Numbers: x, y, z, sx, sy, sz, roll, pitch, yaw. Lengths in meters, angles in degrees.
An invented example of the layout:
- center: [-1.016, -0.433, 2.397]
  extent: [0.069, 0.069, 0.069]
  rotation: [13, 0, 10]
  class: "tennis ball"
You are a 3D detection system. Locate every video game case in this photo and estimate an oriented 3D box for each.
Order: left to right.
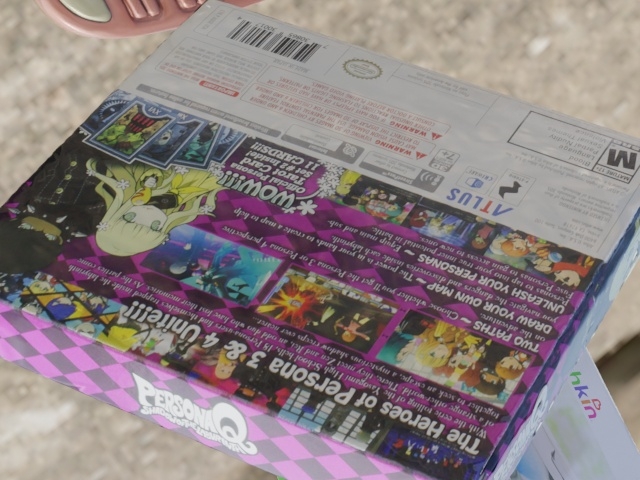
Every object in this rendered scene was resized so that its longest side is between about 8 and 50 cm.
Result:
- center: [0.000, 0.000, 0.725]
  extent: [0.210, 0.232, 0.042]
  rotation: [-52, 154, -40]
  class: "video game case"

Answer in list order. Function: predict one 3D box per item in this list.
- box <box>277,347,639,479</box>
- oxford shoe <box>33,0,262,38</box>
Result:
- center: [0.112, 0.190, 1.217]
  extent: [0.231, 0.262, 0.127]
  rotation: [-2, 149, -43]
  class: "box"
- center: [-0.052, -0.242, 1.162]
  extent: [0.397, 0.140, 0.146]
  rotation: [-37, -158, -32]
  class: "oxford shoe"
